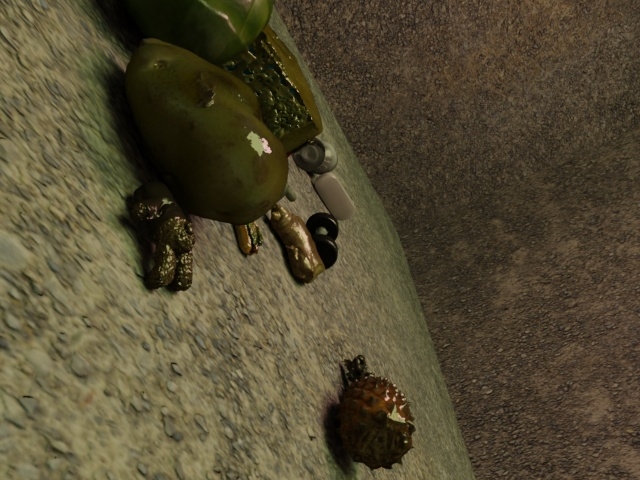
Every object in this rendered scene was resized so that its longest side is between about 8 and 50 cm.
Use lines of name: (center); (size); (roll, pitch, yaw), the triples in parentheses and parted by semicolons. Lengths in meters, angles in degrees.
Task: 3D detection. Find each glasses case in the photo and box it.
glasses case: (0.055, -0.160, 2.086); (0.233, 0.092, 0.059); (52, 14, -42)

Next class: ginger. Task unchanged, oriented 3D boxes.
ginger: (-0.058, 0.002, 1.391); (0.213, 0.074, 0.137); (59, 13, -3)

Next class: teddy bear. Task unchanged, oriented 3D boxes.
teddy bear: (-0.211, -0.014, 0.786); (0.119, 0.078, 0.160); (19, 49, -68)

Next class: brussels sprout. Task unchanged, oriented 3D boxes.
brussels sprout: (-0.254, -0.500, 1.102); (0.315, 0.276, 0.371); (32, 26, -44)

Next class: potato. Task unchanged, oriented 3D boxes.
potato: (-0.196, -0.181, 0.915); (0.351, 0.202, 0.218); (53, 24, 2)

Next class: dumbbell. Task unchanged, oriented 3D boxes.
dumbbell: (0.000, 0.000, 1.555); (0.100, 0.100, 0.191); (61, 14, -20)

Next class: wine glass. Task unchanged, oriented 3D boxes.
wine glass: (-0.010, -0.298, 2.007); (0.126, 0.126, 0.241); (66, 16, 2)

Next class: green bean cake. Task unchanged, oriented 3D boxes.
green bean cake: (-0.155, -0.370, 1.360); (0.310, 0.202, 0.285); (44, 22, -51)

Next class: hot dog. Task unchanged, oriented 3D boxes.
hot dog: (-0.147, -0.027, 1.143); (0.056, 0.041, 0.133); (41, 27, -60)

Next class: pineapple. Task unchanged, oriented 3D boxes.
pineapple: (0.109, 0.355, 1.255); (0.175, 0.175, 0.361); (62, 4, -14)

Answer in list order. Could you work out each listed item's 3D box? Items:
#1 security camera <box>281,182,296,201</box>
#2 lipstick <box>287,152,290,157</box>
security camera: (-0.133, -0.151, 1.362); (0.157, 0.080, 0.301); (50, 1, 3)
lipstick: (-0.119, -0.319, 1.708); (0.080, 0.080, 0.241); (59, 13, -26)
